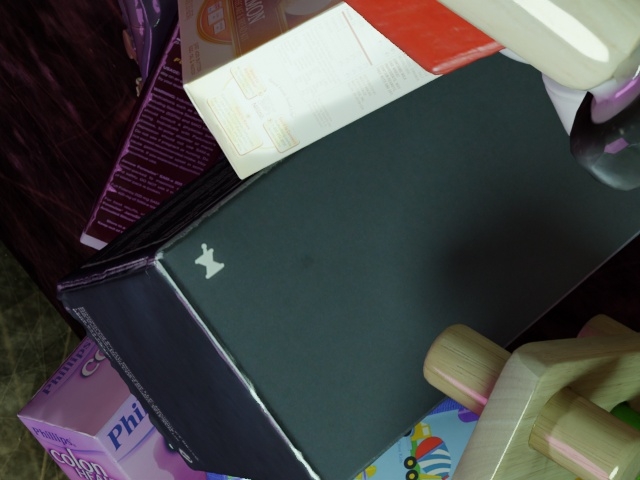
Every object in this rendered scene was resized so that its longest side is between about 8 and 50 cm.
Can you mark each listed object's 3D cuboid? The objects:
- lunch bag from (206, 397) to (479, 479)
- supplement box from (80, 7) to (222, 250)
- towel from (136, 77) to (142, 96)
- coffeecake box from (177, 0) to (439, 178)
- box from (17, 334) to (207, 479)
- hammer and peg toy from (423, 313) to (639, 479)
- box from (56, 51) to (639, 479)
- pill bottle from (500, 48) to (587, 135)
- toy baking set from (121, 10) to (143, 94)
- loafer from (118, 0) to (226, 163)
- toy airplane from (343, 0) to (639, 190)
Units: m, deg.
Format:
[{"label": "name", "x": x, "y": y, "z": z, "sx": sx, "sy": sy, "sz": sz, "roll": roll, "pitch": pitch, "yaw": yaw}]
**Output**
[{"label": "lunch bag", "x": 0.029, "y": 0.242, "z": 1.378, "sx": 0.138, "sy": 0.293, "sz": 0.221, "roll": 18, "pitch": 117, "yaw": 58}, {"label": "supplement box", "x": -0.102, "y": -0.103, "z": 1.230, "sx": 0.073, "sy": 0.130, "sz": 0.239, "roll": 22, "pitch": 133, "yaw": -9}, {"label": "towel", "x": -0.140, "y": -0.097, "z": 1.656, "sx": 0.110, "sy": 0.027, "sz": 0.148, "roll": 40, "pitch": 157, "yaw": 28}, {"label": "coffeecake box", "x": 0.017, "y": -0.130, "z": 0.901, "sx": 0.068, "sy": 0.185, "sz": 0.142, "roll": 59, "pitch": -171, "yaw": -27}, {"label": "box", "x": -0.100, "y": 0.162, "z": 1.405, "sx": 0.117, "sy": 0.213, "sz": 0.243, "roll": 6, "pitch": 138, "yaw": 47}, {"label": "hammer and peg toy", "x": 0.154, "y": 0.175, "z": 0.965, "sx": 0.127, "sy": 0.266, "sz": 0.361, "roll": 32, "pitch": -164, "yaw": 30}, {"label": "box", "x": 0.017, "y": 0.005, "z": 1.053, "sx": 0.182, "sy": 0.296, "sz": 0.294, "roll": 54, "pitch": 162, "yaw": -7}, {"label": "pill bottle", "x": 0.117, "y": -0.167, "z": 0.743, "sx": 0.136, "sy": 0.136, "sz": 0.245, "roll": 22, "pitch": 146, "yaw": 56}, {"label": "toy baking set", "x": -0.142, "y": -0.127, "z": 1.511, "sx": 0.197, "sy": 0.030, "sz": 0.256, "roll": -150, "pitch": 47, "yaw": -73}, {"label": "loafer", "x": -0.117, "y": -0.204, "z": 1.317, "sx": 0.095, "sy": 0.109, "sz": 0.302, "roll": -121, "pitch": 12, "yaw": -52}, {"label": "toy airplane", "x": 0.160, "y": -0.222, "z": 0.424, "sx": 0.384, "sy": 0.272, "sz": 0.386, "roll": 1, "pitch": 129, "yaw": 17}]
